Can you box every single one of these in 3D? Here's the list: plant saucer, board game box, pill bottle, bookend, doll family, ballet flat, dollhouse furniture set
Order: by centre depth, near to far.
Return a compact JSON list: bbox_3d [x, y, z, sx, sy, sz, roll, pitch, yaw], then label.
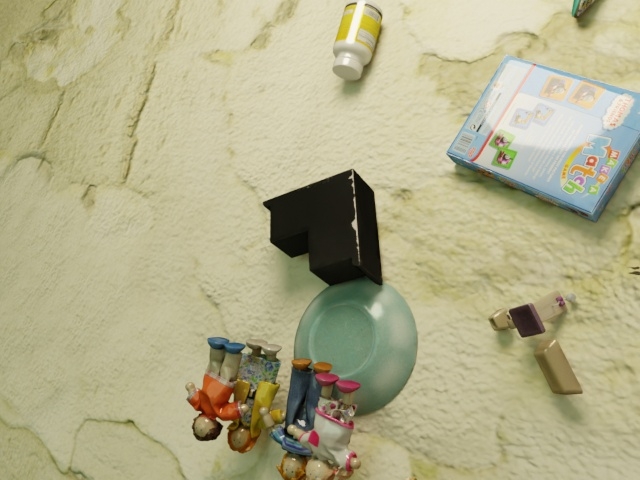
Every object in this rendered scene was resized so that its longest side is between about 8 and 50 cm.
[{"bbox_3d":[0.272,0.118,0.717,0.081,0.091,0.114,-21,81,-22],"label":"dollhouse furniture set"},{"bbox_3d":[0.292,-0.137,0.783,0.211,0.039,0.160,32,90,37],"label":"board game box"},{"bbox_3d":[-0.051,0.232,0.813,0.263,0.118,0.163,14,94,23],"label":"doll family"},{"bbox_3d":[0.364,-0.351,0.823,0.041,0.041,0.114,2,74,32],"label":"ballet flat"},{"bbox_3d":[0.036,0.139,0.839,0.195,0.037,0.195,-12,65,28],"label":"plant saucer"},{"bbox_3d":[0.000,0.000,0.881,0.156,0.072,0.157,-19,56,24],"label":"bookend"},{"bbox_3d":[0.056,-0.321,0.984,0.065,0.065,0.116,8,76,34],"label":"pill bottle"}]

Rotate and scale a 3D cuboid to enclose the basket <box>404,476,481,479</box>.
[{"bbox_3d":[0.075,0.400,0.600,0.299,0.223,0.213,-39,56,12],"label":"basket"}]
